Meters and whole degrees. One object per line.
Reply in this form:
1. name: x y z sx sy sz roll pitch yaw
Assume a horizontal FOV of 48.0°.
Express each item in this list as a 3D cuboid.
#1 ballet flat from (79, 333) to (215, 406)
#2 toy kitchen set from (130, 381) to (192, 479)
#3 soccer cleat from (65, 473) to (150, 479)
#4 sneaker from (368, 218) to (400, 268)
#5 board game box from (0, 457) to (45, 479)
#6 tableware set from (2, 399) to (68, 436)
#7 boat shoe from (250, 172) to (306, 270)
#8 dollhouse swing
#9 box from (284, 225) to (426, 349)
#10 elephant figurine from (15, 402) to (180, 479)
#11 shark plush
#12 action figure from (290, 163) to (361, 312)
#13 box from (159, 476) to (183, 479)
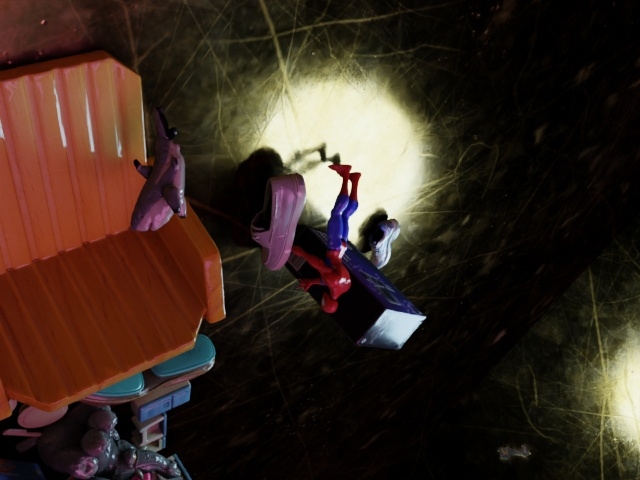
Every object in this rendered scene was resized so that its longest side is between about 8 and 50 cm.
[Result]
1. ballet flat: -0.359 0.254 1.366 0.343 0.116 0.124 -9 154 -48
2. toy kitchen set: -0.314 0.424 1.539 0.122 0.166 0.207 -21 142 -32
3. soccer cleat: -0.532 0.566 1.542 0.331 0.116 0.143 -16 159 -38
4. sneaker: 0.134 0.007 1.670 0.058 0.052 0.135 -4 124 -33
5. board game box: -0.648 0.475 1.337 0.160 0.047 0.210 -43 149 0
6. tableware set: -0.533 0.287 1.252 0.128 0.039 0.194 -41 147 14
7. boat shoe: -0.092 -0.034 1.347 0.081 0.079 0.227 0 134 -22
8. dollhouse swing: -0.317 -0.013 0.931 0.347 0.315 0.305 -22 153 -30
9. box: 0.067 0.100 1.491 0.103 0.261 0.184 -51 148 11
10. elephant figurine: -0.427 0.431 1.413 0.169 0.186 0.239 -49 143 -22
11. shark plush: -0.212 -0.093 0.930 0.067 0.073 0.161 0 98 -4
12. action figure: 0.000 0.000 1.391 0.091 0.139 0.280 25 66 -61
13. box: -0.485 0.616 1.408 0.318 0.097 0.395 12 130 -45
